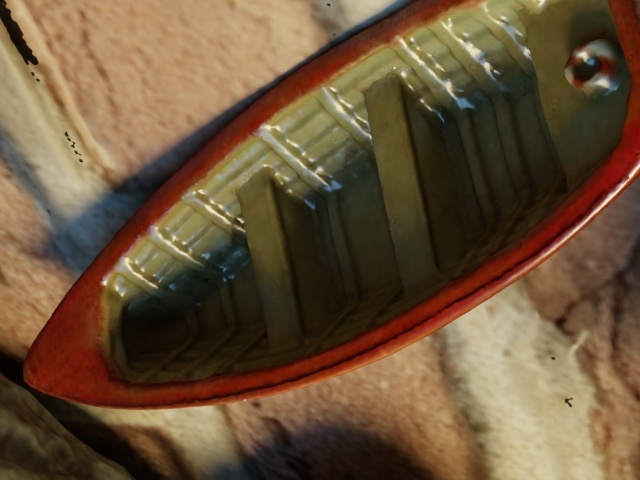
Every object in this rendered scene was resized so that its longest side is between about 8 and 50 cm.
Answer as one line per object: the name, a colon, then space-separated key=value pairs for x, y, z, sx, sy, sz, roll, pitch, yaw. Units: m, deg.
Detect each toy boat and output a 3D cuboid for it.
toy boat: x=0.000 y=0.000 z=0.639 sx=0.079 sy=0.136 sz=0.392 roll=8 pitch=153 yaw=-40

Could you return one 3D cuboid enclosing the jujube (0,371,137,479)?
jujube: x=-0.232 y=0.180 z=0.862 sx=0.317 sy=0.226 sz=0.226 roll=40 pitch=137 yaw=-22
